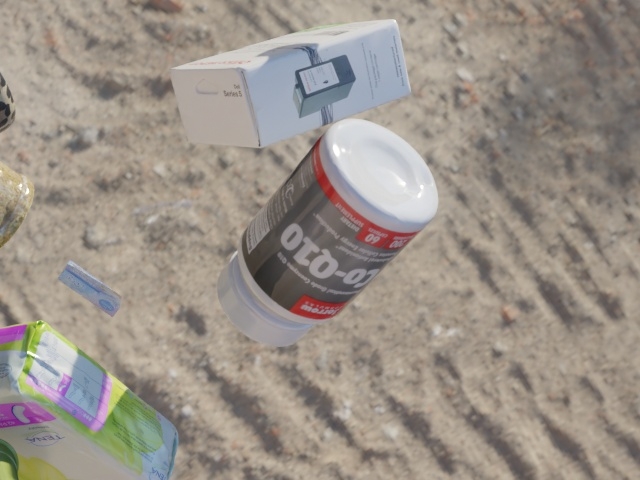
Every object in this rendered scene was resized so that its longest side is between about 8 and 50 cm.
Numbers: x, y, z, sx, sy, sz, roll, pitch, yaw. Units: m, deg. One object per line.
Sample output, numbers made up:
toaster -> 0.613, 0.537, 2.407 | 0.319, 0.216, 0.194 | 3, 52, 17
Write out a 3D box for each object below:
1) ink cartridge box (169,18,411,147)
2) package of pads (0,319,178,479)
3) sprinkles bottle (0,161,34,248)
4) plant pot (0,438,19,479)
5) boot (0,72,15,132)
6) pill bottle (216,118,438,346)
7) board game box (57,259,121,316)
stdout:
ink cartridge box -> -0.044, -0.223, 1.684 | 0.273, 0.198, 0.114 | -23, 109, -32
package of pads -> -0.334, 0.212, 1.421 | 0.296, 0.229, 0.101 | 50, 40, -44
sprinkles bottle -> -0.493, -0.116, 1.332 | 0.355, 0.121, 0.121 | 39, 45, -34
plant pot -> -0.350, 0.262, 1.262 | 0.083, 0.083, 0.079 | 6, 16, -32
boot -> -0.411, -0.126, 0.831 | 0.284, 0.138, 0.377 | -48, 119, -27
pill bottle -> 0.000, 0.000, 1.449 | 0.161, 0.283, 0.161 | 23, 41, -22
board game box -> -0.314, 0.065, 1.630 | 0.090, 0.090, 0.020 | 37, 92, -11
